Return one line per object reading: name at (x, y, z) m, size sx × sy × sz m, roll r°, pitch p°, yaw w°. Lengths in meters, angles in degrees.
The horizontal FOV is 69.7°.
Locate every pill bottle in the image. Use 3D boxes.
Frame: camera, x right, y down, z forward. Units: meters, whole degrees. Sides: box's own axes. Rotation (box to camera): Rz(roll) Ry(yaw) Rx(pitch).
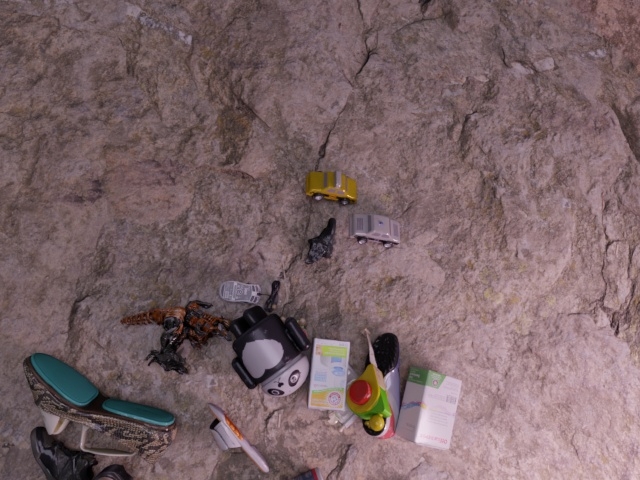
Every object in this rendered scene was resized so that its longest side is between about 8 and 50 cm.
pill bottle at (-0.069, 0.746, 1.328) m, size 0.180 × 0.108 × 0.108 m, roll -21°, pitch 79°, yaw -10°

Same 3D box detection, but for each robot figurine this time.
robot figurine at (-0.155, 0.334, 1.384) m, size 0.173 × 0.209 × 0.278 m, roll -30°, pitch 80°, yaw -38°

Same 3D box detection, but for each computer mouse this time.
computer mouse at (-0.231, 0.169, 1.488) m, size 0.192 × 0.042 × 0.106 m, roll 10°, pitch 80°, yaw -9°

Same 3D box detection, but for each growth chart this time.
growth chart at (0.054, 0.463, 1.455) m, size 0.171 × 0.021 × 0.237 m, roll -32°, pitch 82°, yaw -12°

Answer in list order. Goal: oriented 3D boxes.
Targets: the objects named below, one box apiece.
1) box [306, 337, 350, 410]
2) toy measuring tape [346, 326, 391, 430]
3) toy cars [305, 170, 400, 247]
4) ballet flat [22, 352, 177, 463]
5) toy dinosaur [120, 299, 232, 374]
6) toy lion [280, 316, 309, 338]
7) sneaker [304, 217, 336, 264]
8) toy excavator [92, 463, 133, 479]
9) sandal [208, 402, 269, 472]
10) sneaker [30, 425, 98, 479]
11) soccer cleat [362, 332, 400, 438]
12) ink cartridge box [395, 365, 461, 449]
box at (0.022, 0.405, 1.401) m, size 0.114 × 0.103 × 0.203 m, roll 7°, pitch 77°, yaw -3°
toy measuring tape at (0.125, 0.414, 1.377) m, size 0.121 × 0.122 × 0.330 m, roll -3°, pitch 42°, yaw -7°
toy cars at (0.121, -0.118, 1.551) m, size 0.393 × 0.087 × 0.176 m, roll 45°, pitch 60°, yaw 5°
ballet flat at (-0.655, 0.503, 1.310) m, size 0.482 × 0.164 × 0.182 m, roll 26°, pitch 88°, yaw -2°
toy dinosaur at (-0.434, 0.282, 1.408) m, size 0.321 × 0.164 × 0.219 m, roll 0°, pitch 60°, yaw 13°
toy lion at (-0.086, 0.296, 1.478) m, size 0.100 × 0.034 × 0.096 m, roll 5°, pitch 83°, yaw -4°
sneaker at (0.000, 0.000, 1.547) m, size 0.089 × 0.051 × 0.170 m, roll 9°, pitch 79°, yaw -8°
toy excavator at (-0.585, 0.908, 1.200) m, size 0.433 × 0.222 × 0.445 m, roll 43°, pitch 86°, yaw -2°
sandal at (-0.259, 0.595, 1.348) m, size 0.076 × 0.102 × 0.265 m, roll -41°, pitch 85°, yaw -16°
sneaker at (-0.721, 0.611, 1.306) m, size 0.130 × 0.087 × 0.228 m, roll -31°, pitch 84°, yaw -14°
soccer cleat at (0.205, 0.453, 1.443) m, size 0.108 × 0.116 × 0.319 m, roll -9°, pitch 58°, yaw 34°
ink cartridge box at (0.332, 0.512, 1.407) m, size 0.154 × 0.093 × 0.213 m, roll 24°, pitch 72°, yaw -29°
